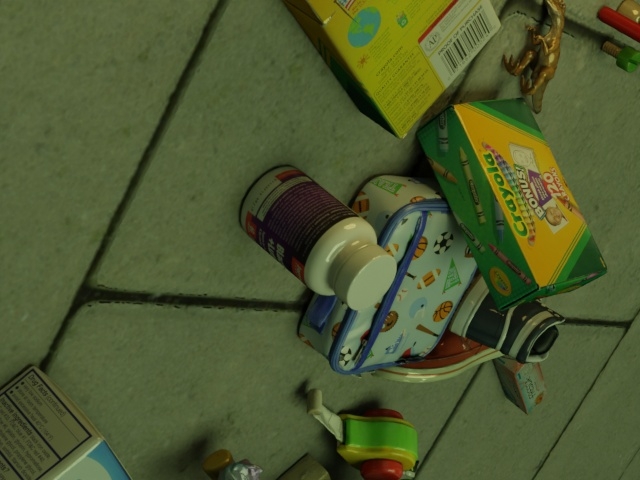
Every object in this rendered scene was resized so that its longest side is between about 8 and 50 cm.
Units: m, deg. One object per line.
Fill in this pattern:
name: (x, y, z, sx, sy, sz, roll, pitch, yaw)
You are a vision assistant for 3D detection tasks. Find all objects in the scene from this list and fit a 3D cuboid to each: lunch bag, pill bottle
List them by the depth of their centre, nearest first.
pill bottle: (0.000, 0.000, 1.581, 0.108, 0.193, 0.108, -30, 141, -28)
lunch bag: (0.103, 0.055, 1.833, 0.243, 0.115, 0.303, -3, 123, -45)

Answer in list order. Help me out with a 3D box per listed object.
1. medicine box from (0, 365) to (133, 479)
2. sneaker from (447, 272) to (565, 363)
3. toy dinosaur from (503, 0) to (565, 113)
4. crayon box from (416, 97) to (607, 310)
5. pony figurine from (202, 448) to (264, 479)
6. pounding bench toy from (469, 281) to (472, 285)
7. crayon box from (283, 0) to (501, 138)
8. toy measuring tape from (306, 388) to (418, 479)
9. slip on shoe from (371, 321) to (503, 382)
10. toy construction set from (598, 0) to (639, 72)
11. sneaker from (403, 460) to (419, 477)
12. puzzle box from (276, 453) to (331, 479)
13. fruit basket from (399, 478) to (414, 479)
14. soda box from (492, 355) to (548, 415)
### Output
medicine box: (-0.367, 0.341, 1.521, 0.289, 0.149, 0.263, -39, 145, -16)
sneaker: (0.325, 0.088, 2.028, 0.282, 0.153, 0.099, -45, 156, -45)
toy dinosaur: (0.315, -0.239, 1.840, 0.112, 0.064, 0.211, -25, 139, -35)
crayon box: (0.262, -0.054, 1.768, 0.165, 0.278, 0.081, -11, 162, -44)
pony figurine: (-0.103, 0.486, 1.840, 0.351, 0.303, 0.363, -32, 115, -14)
pounding bench toy: (0.182, 0.085, 2.004, 0.083, 0.052, 0.065, -14, 132, -42)
crayon box: (0.083, -0.282, 1.509, 0.202, 0.081, 0.318, -48, 147, -5)
toy measuring tape: (0.082, 0.302, 2.032, 0.121, 0.121, 0.330, -46, 147, -7)
slip on shoe: (0.210, 0.154, 2.072, 0.331, 0.123, 0.101, -17, 102, -33)
toy construction set: (0.601, -0.319, 1.940, 0.309, 0.237, 0.257, -27, 140, -31)
sneaker: (0.149, 0.396, 2.289, 0.035, 0.031, 0.083, -64, 151, -4)
puzzle box: (-0.067, 0.549, 2.159, 0.272, 0.052, 0.409, -39, 145, -16)
fruit basket: (0.135, 0.599, 2.118, 0.283, 0.392, 0.392, -34, 146, 3)
soda box: (0.366, 0.248, 2.366, 0.058, 0.063, 0.183, -42, 145, -12)
